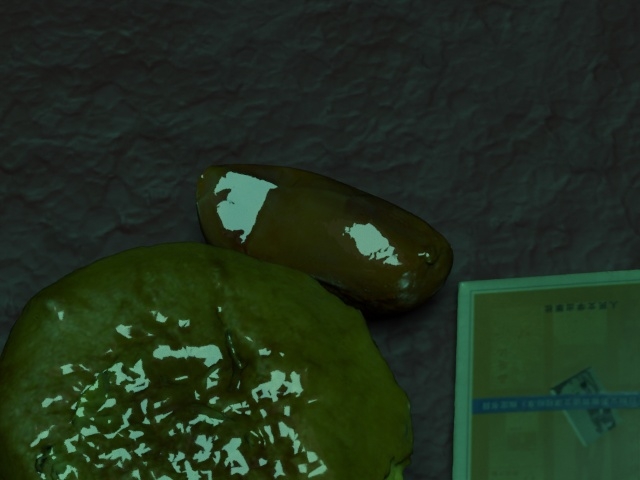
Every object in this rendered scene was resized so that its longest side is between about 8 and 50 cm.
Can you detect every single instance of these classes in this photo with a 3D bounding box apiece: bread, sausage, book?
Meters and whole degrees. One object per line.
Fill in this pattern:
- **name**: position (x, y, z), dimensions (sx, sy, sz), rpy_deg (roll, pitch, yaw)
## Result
- **bread**: position (-0.071, 0.124, 0.930), dimensions (0.268, 0.145, 0.268), rpy_deg (2, 63, -3)
- **sausage**: position (0.000, 0.000, 1.027), dimensions (0.179, 0.089, 0.089), rpy_deg (20, 66, 14)
- **book**: position (0.168, 0.130, 0.970), dimensions (0.170, 0.018, 0.241), rpy_deg (-5, 62, 15)
